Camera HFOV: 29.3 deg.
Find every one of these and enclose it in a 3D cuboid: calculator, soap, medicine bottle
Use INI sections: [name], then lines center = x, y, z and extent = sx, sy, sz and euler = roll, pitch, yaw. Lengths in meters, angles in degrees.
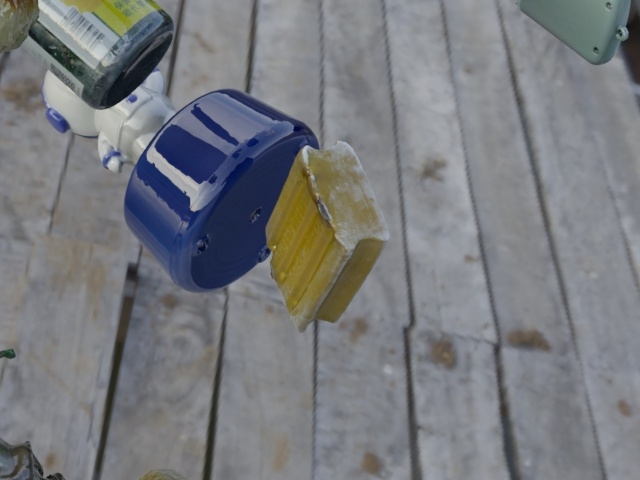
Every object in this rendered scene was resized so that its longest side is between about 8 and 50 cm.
[calculator]
center = 0.373, -0.363, 1.826
extent = 0.045, 0.141, 0.246
euler = -19, 46, -26
[soap]
center = 0.000, 0.000, 1.462
extent = 0.073, 0.232, 0.140
euler = -13, 66, -22
[medicine bottle]
center = -0.315, -0.292, 1.402
extent = 0.293, 0.141, 0.141
euler = 41, 42, 2

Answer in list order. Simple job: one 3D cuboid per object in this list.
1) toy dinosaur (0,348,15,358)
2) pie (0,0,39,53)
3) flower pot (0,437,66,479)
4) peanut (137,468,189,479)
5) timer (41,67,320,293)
[toy dinosaur]
center = -0.435, 0.158, 1.578
extent = 0.029, 0.060, 0.120
euler = 56, 5, 7
[pie]
center = -0.300, -0.222, 0.914
extent = 0.205, 0.084, 0.179
euler = 35, 7, -19
[flower pot]
center = -0.328, 0.311, 1.084
extent = 0.302, 0.213, 0.301
euler = -4, 59, 7
[peanut]
center = -0.169, 0.305, 1.358
extent = 0.093, 0.083, 0.194
euler = 9, 2, -16
[timer]
center = -0.220, -0.140, 1.661
extent = 0.383, 0.270, 0.270
euler = 39, 43, 20
